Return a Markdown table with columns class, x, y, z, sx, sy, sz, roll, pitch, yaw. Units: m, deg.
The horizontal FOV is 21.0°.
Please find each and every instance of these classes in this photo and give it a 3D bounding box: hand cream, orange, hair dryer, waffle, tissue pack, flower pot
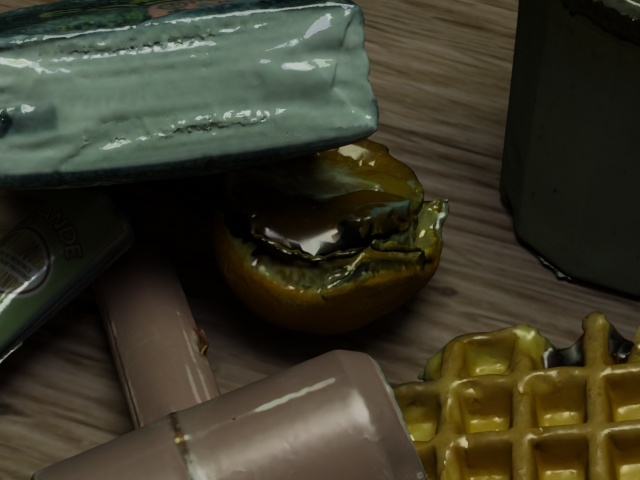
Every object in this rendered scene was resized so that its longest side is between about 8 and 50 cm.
| class | x | y | z | sx | sy | sz | roll | pitch | yaw |
| --- | --- | --- | --- | --- | --- | --- | --- | --- | --- |
| hand cream | -0.197 | 0.042 | 1.010 | 0.235 | 0.055 | 0.086 | -42 | 40 | -23 |
| orange | 0.000 | 0.000 | 1.076 | 0.170 | 0.112 | 0.160 | 6 | 23 | -35 |
| hair dryer | -0.073 | 0.071 | 0.981 | 0.189 | 0.107 | 0.344 | -23 | 34 | -3 |
| waffle | 0.163 | 0.120 | 0.942 | 0.309 | 0.065 | 0.283 | -36 | 47 | -23 |
| tissue pack | -0.105 | -0.101 | 1.075 | 0.228 | 0.103 | 0.315 | -7 | 11 | -8 |
| flower pot | 0.235 | -0.117 | 1.129 | 0.290 | 0.259 | 0.290 | 4 | 39 | -3 |
